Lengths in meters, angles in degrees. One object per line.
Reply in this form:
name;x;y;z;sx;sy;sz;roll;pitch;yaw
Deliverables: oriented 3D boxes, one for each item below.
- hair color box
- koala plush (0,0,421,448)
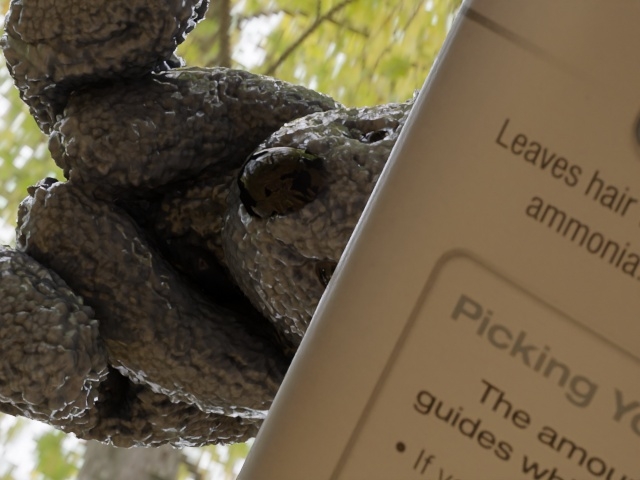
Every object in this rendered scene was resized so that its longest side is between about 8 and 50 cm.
hair color box;0.112;0.014;0.416;0.185;0.113;0.374;31;-72;20
koala plush;0.000;0.000;0.754;0.221;0.196;0.203;-1;-24;35
